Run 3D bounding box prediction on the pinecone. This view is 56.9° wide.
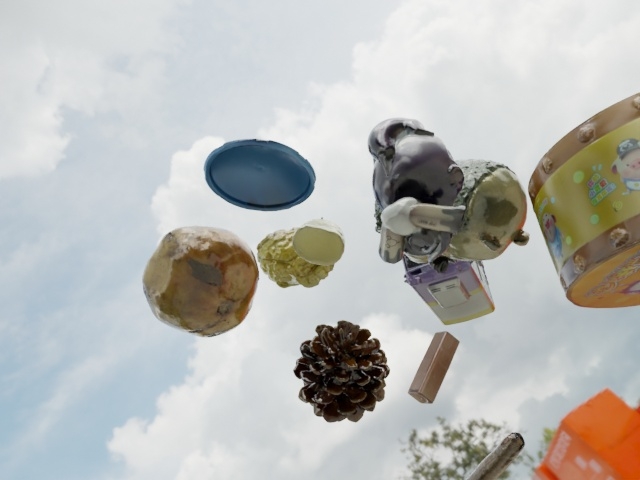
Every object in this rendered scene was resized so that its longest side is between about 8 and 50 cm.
[{"bbox_3d":[0.054,0.321,1.527,0.264,0.264,0.264,-21,-46,-24],"label":"pinecone"}]

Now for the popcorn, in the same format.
[{"bbox_3d":[-0.069,0.035,1.718,0.226,0.203,0.200,-30,-61,28],"label":"popcorn"}]

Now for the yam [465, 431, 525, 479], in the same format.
[{"bbox_3d":[0.356,0.498,1.266,0.046,0.046,0.263,-6,-47,-35],"label":"yam"}]

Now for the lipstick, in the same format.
[{"bbox_3d":[0.230,0.256,1.193,0.045,0.045,0.145,39,-117,-13],"label":"lipstick"}]

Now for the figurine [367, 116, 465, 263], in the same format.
[{"bbox_3d":[0.125,-0.083,0.849,0.146,0.222,0.145,4,-42,3],"label":"figurine"}]

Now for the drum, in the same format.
[{"bbox_3d":[0.566,-0.057,0.949,0.432,0.214,0.431,-8,-25,-4],"label":"drum"}]

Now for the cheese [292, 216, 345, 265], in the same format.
[{"bbox_3d":[0.000,0.000,1.403,0.167,0.123,0.093,-54,-12,-83],"label":"cheese"}]

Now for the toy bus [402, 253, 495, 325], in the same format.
[{"bbox_3d":[0.406,0.101,1.897,0.210,0.249,0.440,-18,-32,17],"label":"toy bus"}]

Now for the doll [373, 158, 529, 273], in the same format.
[{"bbox_3d":[0.266,-0.054,1.262,0.247,0.350,0.247,-10,-75,-41],"label":"doll"}]

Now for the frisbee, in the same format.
[{"bbox_3d":[-0.129,-0.144,1.271,0.242,0.045,0.242,1,-33,1],"label":"frisbee"}]

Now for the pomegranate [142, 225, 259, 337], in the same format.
[{"bbox_3d":[-0.281,0.094,1.428,0.281,0.281,0.281,-21,-46,-24],"label":"pomegranate"}]
